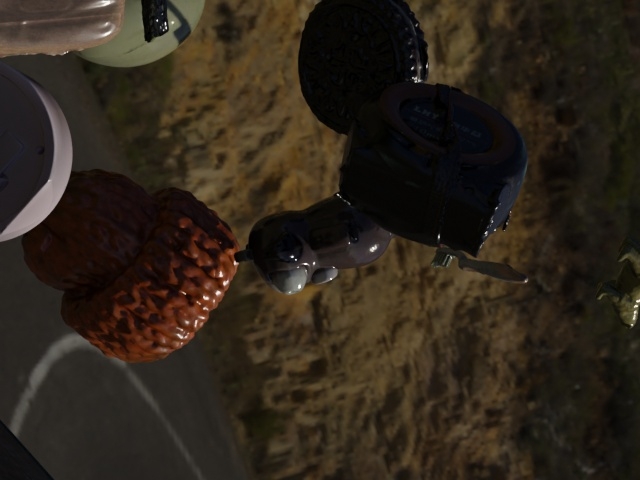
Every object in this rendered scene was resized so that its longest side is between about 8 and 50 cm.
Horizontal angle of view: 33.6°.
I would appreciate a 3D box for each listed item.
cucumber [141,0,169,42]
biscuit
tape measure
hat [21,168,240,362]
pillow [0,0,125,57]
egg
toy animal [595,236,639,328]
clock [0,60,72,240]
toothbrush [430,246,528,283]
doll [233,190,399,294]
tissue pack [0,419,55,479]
[{"bbox_3d":[-0.208,-0.313,1.325,0.033,0.034,0.135,-120,-153,-56],"label":"cucumber"},{"bbox_3d":[0.050,-0.224,1.322,0.194,0.053,0.195,12,-72,39],"label":"biscuit"},{"bbox_3d":[0.124,-0.082,1.174,0.223,0.202,0.135,-53,163,-52],"label":"tape measure"},{"bbox_3d":[-0.323,-0.024,1.580,0.400,0.285,0.285,48,2,-14],"label":"hat"},{"bbox_3d":[-0.192,-0.224,0.700,0.034,0.135,0.211,37,-52,49],"label":"pillow"},{"bbox_3d":[-0.318,-0.388,1.703,0.219,0.269,0.219,-6,90,-75],"label":"egg"},{"bbox_3d":[0.612,0.090,2.103,0.103,0.101,0.219,-52,164,-49],"label":"toy animal"},{"bbox_3d":[-0.367,-0.095,1.121,0.068,0.196,0.197,-9,83,-87],"label":"clock"},{"bbox_3d":[0.232,0.037,1.576,0.037,0.028,0.375,-62,-168,-3],"label":"toothbrush"},{"bbox_3d":[0.001,-0.002,1.534,0.182,0.257,0.117,175,-105,-76],"label":"doll"},{"bbox_3d":[-0.385,0.351,1.220,0.271,0.192,0.134,42,21,16],"label":"tissue pack"}]
